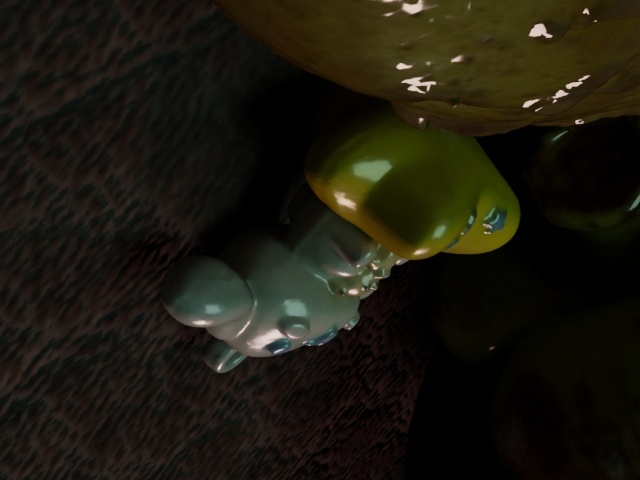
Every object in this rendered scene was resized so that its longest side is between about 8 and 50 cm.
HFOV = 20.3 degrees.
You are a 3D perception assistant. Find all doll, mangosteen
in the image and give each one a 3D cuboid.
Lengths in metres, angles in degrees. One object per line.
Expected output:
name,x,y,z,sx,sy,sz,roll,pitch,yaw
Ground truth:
doll,-0.003,0.000,0.567,0.135,0.071,0.113,-24,160,-46
mangosteen,0.172,0.077,0.784,0.297,0.313,0.297,-21,173,-3

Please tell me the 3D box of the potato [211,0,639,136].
potato,0.055,-0.104,0.411,0.176,0.141,0.298,-48,164,17
